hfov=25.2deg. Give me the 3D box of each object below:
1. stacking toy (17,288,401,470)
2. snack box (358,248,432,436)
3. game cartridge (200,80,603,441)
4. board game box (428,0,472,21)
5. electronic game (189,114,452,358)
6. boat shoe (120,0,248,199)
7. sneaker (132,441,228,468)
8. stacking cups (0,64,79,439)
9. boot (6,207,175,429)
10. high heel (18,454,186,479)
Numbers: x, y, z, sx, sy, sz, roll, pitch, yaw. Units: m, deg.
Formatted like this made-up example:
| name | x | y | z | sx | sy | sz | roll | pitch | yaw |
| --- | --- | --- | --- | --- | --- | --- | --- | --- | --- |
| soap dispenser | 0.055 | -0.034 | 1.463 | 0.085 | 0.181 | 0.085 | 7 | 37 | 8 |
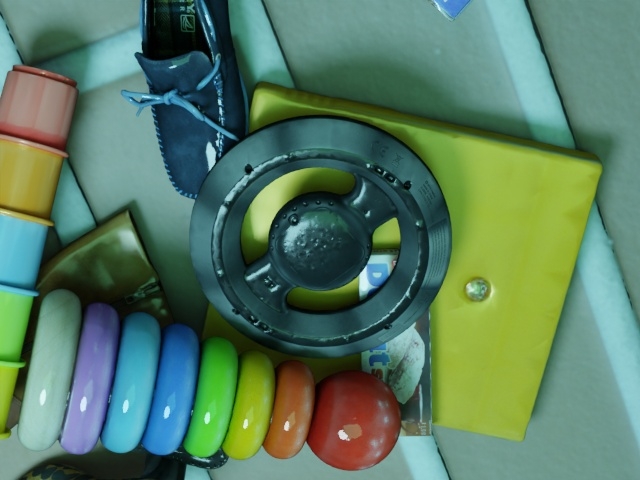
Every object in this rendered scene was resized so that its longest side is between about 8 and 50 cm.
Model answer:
| name | x | y | z | sx | sy | sz | roll | pitch | yaw |
| --- | --- | --- | --- | --- | --- | --- | --- | --- | --- |
| stacking toy | -0.091 | 0.138 | 1.259 | 0.330 | 0.141 | 0.141 | 11 | 106 | -12 |
| snack box | 0.069 | 0.095 | 1.312 | 0.064 | 0.022 | 0.178 | -1 | 107 | 3 |
| game cartridge | 0.068 | 0.023 | 1.330 | 0.324 | 0.052 | 0.285 | 13 | 106 | -3 |
| board game box | 0.109 | -0.368 | 1.161 | 0.232 | 0.141 | 0.291 | 39 | 102 | -12 |
| electronic game | 0.000 | 0.000 | 1.250 | 0.229 | 0.048 | 0.229 | 1 | 114 | 2 |
| boat shoe | -0.128 | -0.157 | 1.237 | 0.109 | 0.089 | 0.258 | -5 | 102 | 24 |
| sneaker | -0.131 | 0.164 | 1.349 | 0.170 | 0.089 | 0.051 | 19 | 122 | 0 |
| stacking cups | -0.272 | 0.009 | 1.232 | 0.096 | 0.096 | 0.316 | 15 | 90 | -6 |
| boot | -0.295 | 0.045 | 1.303 | 0.280 | 0.096 | 0.264 | -26 | 98 | 2 |
| high heel | -0.240 | 0.279 | 1.322 | 0.261 | 0.186 | 0.093 | -28 | 107 | 7 |
